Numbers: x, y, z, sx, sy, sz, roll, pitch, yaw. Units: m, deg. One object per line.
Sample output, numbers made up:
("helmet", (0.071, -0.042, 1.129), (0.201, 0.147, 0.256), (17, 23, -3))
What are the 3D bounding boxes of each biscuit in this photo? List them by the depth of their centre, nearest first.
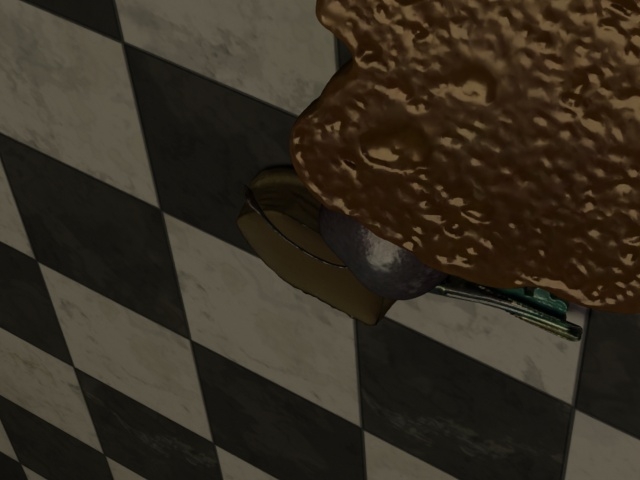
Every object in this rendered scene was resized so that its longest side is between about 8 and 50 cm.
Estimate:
("biscuit", (0.135, -0.095, 1.013), (0.351, 0.057, 0.312), (10, 127, 25))

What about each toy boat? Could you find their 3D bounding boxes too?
("toy boat", (0.000, 0.000, 1.331), (0.188, 0.061, 0.116), (29, 149, 17))

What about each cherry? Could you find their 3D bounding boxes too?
("cherry", (0.042, -0.035, 1.193), (0.188, 0.115, 0.148), (42, 163, 3))

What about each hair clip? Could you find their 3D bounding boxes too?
("hair clip", (0.155, 0.044, 1.242), (0.172, 0.049, 0.049), (19, 145, 17))
